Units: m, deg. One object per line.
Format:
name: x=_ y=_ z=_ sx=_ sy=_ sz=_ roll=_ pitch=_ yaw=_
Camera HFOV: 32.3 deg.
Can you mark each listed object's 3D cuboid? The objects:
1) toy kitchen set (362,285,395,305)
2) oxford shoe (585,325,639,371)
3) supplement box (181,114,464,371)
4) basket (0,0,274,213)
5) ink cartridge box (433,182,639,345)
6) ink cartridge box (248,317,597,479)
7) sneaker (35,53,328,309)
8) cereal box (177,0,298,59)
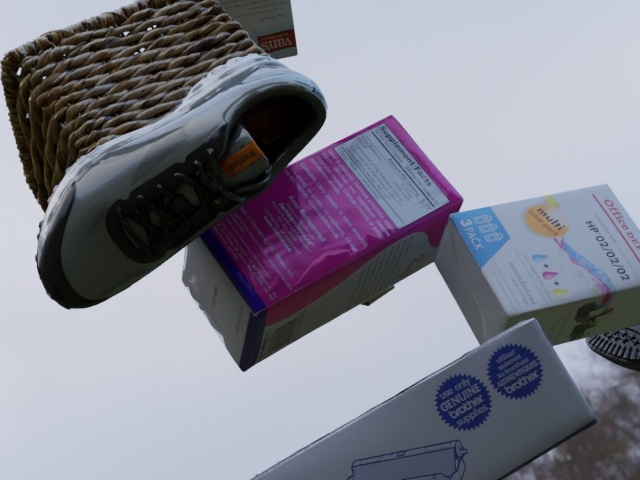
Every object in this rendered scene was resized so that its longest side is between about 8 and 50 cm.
toy kitchen set: x=0.010 y=0.019 z=1.899 sx=0.122 sy=0.207 sz=0.166 roll=-32 pitch=-17 yaw=15
oxford shoe: x=0.501 y=0.181 z=1.654 sx=0.227 sy=0.083 sz=0.096 roll=17 pitch=-31 yaw=44
supplement box: x=0.000 y=0.000 z=0.966 sx=0.220 sy=0.114 sz=0.111 roll=-27 pitch=-23 yaw=-24
basket: x=-0.197 y=-0.123 z=1.274 sx=0.299 sy=0.223 sz=0.213 roll=-34 pitch=-18 yaw=-37
ink cartridge box: x=0.194 y=0.019 z=0.858 sx=0.181 sy=0.104 sz=0.061 roll=-11 pitch=-38 yaw=-19
ink cartridge box: x=-0.007 y=0.105 z=0.405 sx=0.207 sy=0.046 sz=0.097 roll=-28 pitch=-13 yaw=-12
sneaker: x=-0.107 y=-0.049 z=0.859 sx=0.271 sy=0.108 sz=0.100 roll=-43 pitch=-60 yaw=-14
cereal box: x=-0.129 y=-0.338 z=1.404 sx=0.173 sy=0.047 sz=0.240 roll=-13 pitch=-69 yaw=-17
